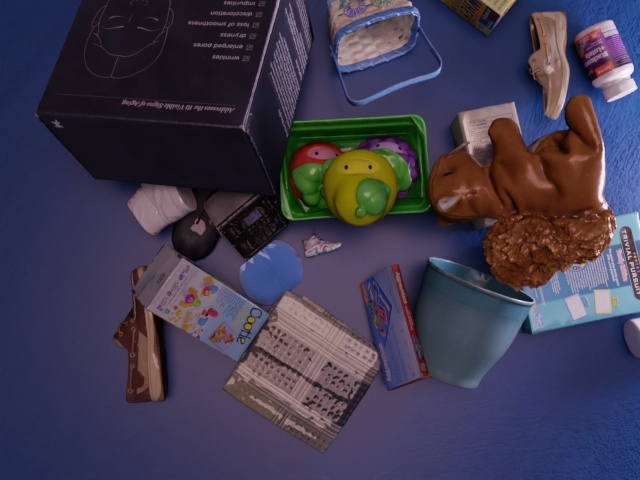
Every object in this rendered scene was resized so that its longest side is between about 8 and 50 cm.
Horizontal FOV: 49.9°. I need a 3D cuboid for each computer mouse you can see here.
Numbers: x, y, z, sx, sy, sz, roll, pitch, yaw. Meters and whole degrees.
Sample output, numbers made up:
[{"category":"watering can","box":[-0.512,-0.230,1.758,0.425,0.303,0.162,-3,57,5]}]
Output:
[{"category":"computer mouse","box":[-0.303,-0.080,1.773,0.189,0.072,0.272,21,84,0]}]

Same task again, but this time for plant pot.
[{"category":"plant pot","box":[0.343,0.209,1.679,0.272,0.271,0.255,21,100,1]}]

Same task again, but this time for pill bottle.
[{"category":"pill bottle","box":[0.892,0.226,1.746,0.209,0.119,0.119,-12,85,-2]},{"category":"pill bottle","box":[0.754,-0.470,1.815,0.108,0.108,0.193,-22,85,-3]}]

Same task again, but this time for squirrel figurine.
[{"category":"squirrel figurine","box":[0.444,-0.082,1.568,0.371,0.281,0.396,-15,83,4]}]

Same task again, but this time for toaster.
[{"category":"toaster","box":[-0.176,-0.068,1.713,0.186,0.168,0.110,-41,53,-4]}]

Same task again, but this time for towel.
[{"category":"towel","box":[-0.040,0.329,1.757,0.324,0.056,0.312,34,88,0]}]

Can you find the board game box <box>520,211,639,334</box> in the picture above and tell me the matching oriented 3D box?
[{"category":"board game box","box":[0.667,0.084,1.774,0.336,0.079,0.253,-11,85,-3]}]

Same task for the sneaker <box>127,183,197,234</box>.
[{"category":"sneaker","box":[-0.437,-0.157,1.758,0.169,0.108,0.292,-33,63,19]}]

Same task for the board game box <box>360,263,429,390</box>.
[{"category":"board game box","box":[0.179,0.215,1.694,0.027,0.145,0.281,-1,68,-33]}]

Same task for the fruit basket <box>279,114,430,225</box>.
[{"category":"fruit basket","box":[0.082,-0.162,1.644,0.392,0.392,0.282,-4,85,-2]}]

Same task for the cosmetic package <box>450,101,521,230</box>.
[{"category":"cosmetic package","box":[0.444,-0.187,1.771,0.153,0.129,0.296,-10,85,-1]}]

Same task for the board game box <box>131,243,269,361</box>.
[{"category":"board game box","box":[-0.286,0.149,1.653,0.275,0.142,0.144,38,83,-32]}]

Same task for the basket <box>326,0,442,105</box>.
[{"category":"basket","box":[0.140,-0.501,1.757,0.255,0.201,0.288,-22,76,-4]}]

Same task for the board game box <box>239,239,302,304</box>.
[{"category":"board game box","box":[-0.129,0.083,1.776,0.169,0.033,0.133,-38,108,-13]}]

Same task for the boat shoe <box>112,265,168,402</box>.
[{"category":"boat shoe","box":[-0.459,0.236,1.718,0.123,0.123,0.341,-6,91,-3]}]

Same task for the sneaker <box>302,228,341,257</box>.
[{"category":"sneaker","box":[0.000,0.000,1.788,0.098,0.038,0.069,-15,86,-3]}]

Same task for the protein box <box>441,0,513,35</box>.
[{"category":"protein box","box":[0.436,-0.696,1.816,0.201,0.136,0.199,38,84,3]}]

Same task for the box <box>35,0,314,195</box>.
[{"category":"box","box":[-0.306,-0.391,1.589,0.480,0.297,0.471,7,65,13]}]

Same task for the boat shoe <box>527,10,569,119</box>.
[{"category":"boat shoe","box":[0.593,-0.463,1.816,0.098,0.109,0.302,3,79,4]}]
